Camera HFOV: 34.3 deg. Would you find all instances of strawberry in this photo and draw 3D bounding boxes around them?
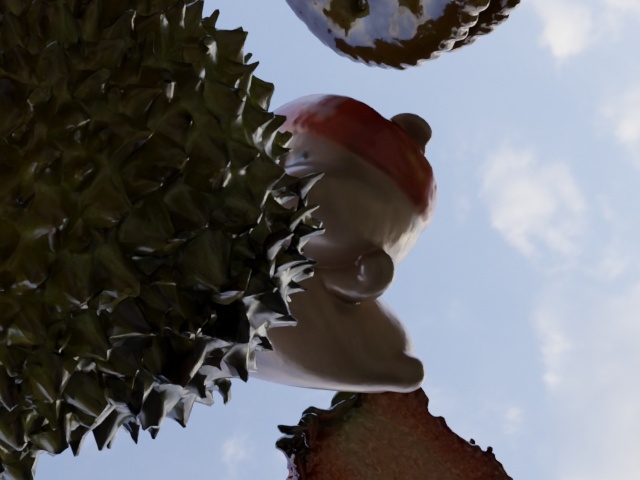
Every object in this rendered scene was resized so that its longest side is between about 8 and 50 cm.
[{"bbox_3d":[0.063,0.212,0.875,0.208,0.087,0.167,44,-134,18],"label":"strawberry"}]

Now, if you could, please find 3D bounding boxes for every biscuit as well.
[{"bbox_3d":[0.046,-0.222,0.683,0.066,0.220,0.220,-25,-103,-39],"label":"biscuit"}]

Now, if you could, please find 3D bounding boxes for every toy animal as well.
[{"bbox_3d":[0.000,0.000,0.703,0.171,0.171,0.198,4,-91,-19],"label":"toy animal"}]

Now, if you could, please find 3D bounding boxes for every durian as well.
[{"bbox_3d":[-0.141,0.003,0.480,0.293,0.258,0.258,-40,-97,-2],"label":"durian"}]
